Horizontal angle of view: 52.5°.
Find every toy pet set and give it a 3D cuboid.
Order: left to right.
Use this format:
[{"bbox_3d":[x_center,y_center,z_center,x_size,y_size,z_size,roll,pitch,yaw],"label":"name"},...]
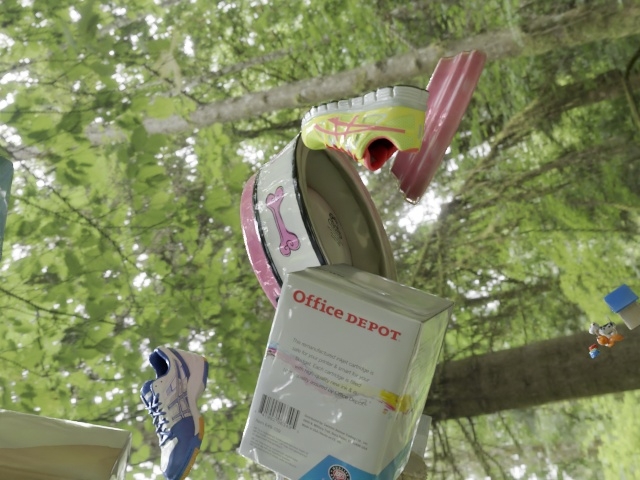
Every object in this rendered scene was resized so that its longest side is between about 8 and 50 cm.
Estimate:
[{"bbox_3d":[0.469,0.129,1.058,0.065,0.114,0.122,56,-166,16],"label":"toy pet set"}]

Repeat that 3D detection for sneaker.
[{"bbox_3d":[-0.311,0.347,1.315,0.131,0.112,0.296,27,-148,-27],"label":"sneaker"},{"bbox_3d":[0.049,-0.134,0.839,0.082,0.209,0.094,-2,-92,-40],"label":"sneaker"}]

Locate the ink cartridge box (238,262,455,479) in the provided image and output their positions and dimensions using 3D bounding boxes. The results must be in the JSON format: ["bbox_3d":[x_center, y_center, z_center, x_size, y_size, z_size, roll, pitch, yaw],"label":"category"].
[{"bbox_3d":[0.043,0.191,0.921,0.197,0.198,0.269,-5,-68,-65],"label":"ink cartridge box"}]

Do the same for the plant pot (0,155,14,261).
[{"bbox_3d":[-0.636,-0.002,0.944,0.248,0.247,0.252,21,-140,-11],"label":"plant pot"}]

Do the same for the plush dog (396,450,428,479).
[{"bbox_3d":[0.079,0.532,1.275,0.211,0.225,0.262,30,-156,-12],"label":"plush dog"}]

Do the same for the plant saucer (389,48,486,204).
[{"bbox_3d":[0.226,-0.235,1.312,0.084,0.332,0.332,24,-143,4],"label":"plant saucer"}]

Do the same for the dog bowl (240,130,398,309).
[{"bbox_3d":[0.000,0.000,1.249,0.408,0.151,0.407,49,-152,-38],"label":"dog bowl"}]

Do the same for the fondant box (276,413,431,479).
[{"bbox_3d":[0.084,0.506,1.576,0.238,0.331,0.096,-67,-16,-45],"label":"fondant box"}]

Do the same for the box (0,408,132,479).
[{"bbox_3d":[-0.404,0.293,0.784,0.121,0.311,0.147,-94,14,-76],"label":"box"}]
